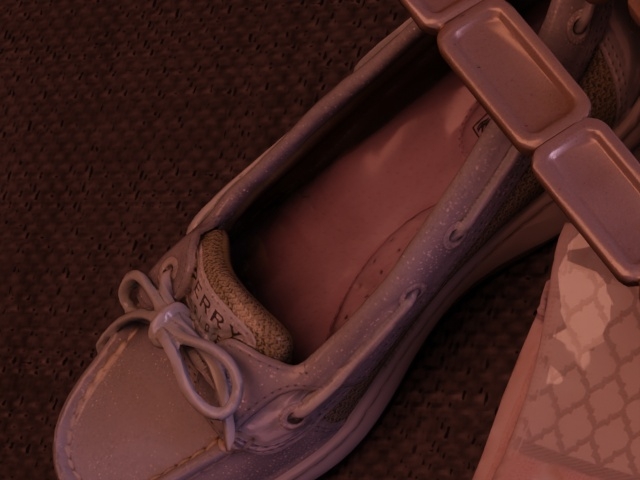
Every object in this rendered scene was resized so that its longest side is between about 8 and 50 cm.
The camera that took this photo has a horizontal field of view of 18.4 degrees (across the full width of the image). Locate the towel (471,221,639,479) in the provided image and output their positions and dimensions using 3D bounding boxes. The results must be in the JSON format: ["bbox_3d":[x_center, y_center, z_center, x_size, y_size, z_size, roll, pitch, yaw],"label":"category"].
[{"bbox_3d":[0.173,0.162,0.654,0.332,0.053,0.317,13,79,37],"label":"towel"}]

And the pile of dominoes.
[{"bbox_3d":[0.147,-0.078,0.678,0.196,0.040,0.251,-32,64,-6],"label":"pile of dominoes"}]

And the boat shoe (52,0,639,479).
[{"bbox_3d":[0.002,0.001,0.797,0.320,0.103,0.118,-39,55,13],"label":"boat shoe"}]
